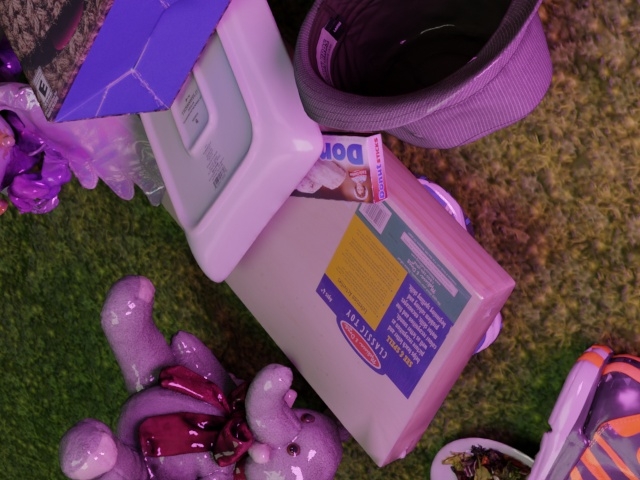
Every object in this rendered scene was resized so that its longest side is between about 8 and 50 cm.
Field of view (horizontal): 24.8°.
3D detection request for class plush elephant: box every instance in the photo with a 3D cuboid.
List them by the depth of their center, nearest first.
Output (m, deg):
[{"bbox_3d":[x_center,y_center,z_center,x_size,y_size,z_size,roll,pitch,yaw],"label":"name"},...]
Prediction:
[{"bbox_3d":[-0.095,0.220,1.603,0.255,0.272,0.330,-11,126,19],"label":"plush elephant"}]

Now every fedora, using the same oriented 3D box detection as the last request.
[{"bbox_3d":[0.109,-0.165,1.291,0.275,0.244,0.124,3,148,42],"label":"fedora"}]

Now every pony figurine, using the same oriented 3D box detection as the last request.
[{"bbox_3d":[-0.375,-0.119,1.621,0.303,0.363,0.351,-7,128,32],"label":"pony figurine"}]

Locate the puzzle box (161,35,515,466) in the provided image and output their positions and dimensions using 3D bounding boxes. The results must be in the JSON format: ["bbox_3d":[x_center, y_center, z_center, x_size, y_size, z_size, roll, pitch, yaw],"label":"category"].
[{"bbox_3d":[0.000,0.000,1.494,0.409,0.052,0.272,49,136,24],"label":"puzzle box"}]

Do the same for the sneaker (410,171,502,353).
[{"bbox_3d":[0.115,0.028,1.477,0.080,0.081,0.211,-19,103,45],"label":"sneaker"}]

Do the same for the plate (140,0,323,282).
[{"bbox_3d":[-0.114,-0.134,1.477,0.277,0.045,0.278,-49,56,49],"label":"plate"}]

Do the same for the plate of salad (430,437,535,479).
[{"bbox_3d":[0.201,0.303,1.601,0.200,0.048,0.200,24,135,27],"label":"plate of salad"}]

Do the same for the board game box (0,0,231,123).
[{"bbox_3d":[-0.221,-0.301,1.414,0.291,0.141,0.232,61,139,23],"label":"board game box"}]

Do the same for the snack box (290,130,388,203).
[{"bbox_3d":[-0.005,-0.073,1.408,0.178,0.022,0.064,7,108,49],"label":"snack box"}]

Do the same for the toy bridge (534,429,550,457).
[{"bbox_3d":[0.308,0.261,1.515,0.188,0.026,0.063,41,132,9],"label":"toy bridge"}]

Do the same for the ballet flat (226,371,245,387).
[{"bbox_3d":[-0.083,0.226,1.767,0.086,0.086,0.248,-31,98,44],"label":"ballet flat"}]

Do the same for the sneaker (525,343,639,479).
[{"bbox_3d":[0.289,0.276,1.435,0.180,0.124,0.321,25,113,21],"label":"sneaker"}]
